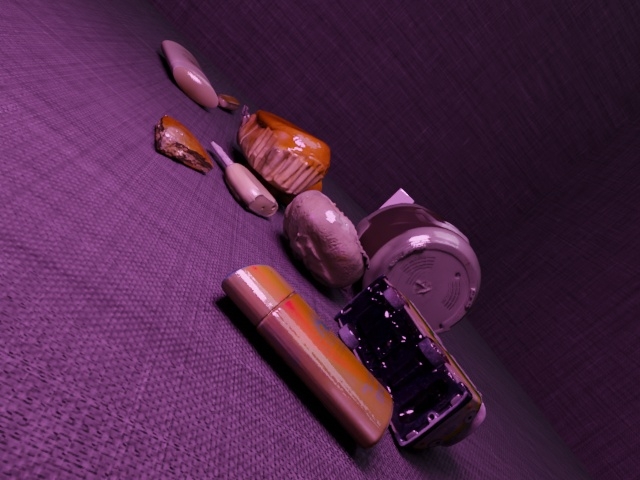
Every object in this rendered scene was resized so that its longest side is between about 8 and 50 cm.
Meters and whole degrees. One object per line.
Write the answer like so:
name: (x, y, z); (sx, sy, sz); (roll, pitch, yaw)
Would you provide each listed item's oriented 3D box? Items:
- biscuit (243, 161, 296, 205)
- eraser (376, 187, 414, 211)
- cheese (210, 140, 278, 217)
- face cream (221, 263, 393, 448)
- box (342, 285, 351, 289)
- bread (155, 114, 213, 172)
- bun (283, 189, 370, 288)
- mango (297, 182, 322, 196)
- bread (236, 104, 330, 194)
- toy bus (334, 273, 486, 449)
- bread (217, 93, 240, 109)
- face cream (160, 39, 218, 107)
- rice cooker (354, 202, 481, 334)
biscuit: (-0.144, -0.165, 1.294); (0.180, 0.039, 0.236); (46, 11, 21)
eraser: (0.237, -0.076, 1.694); (0.076, 0.298, 0.078); (47, 10, 6)
cheese: (-0.203, -0.161, 1.043); (0.251, 0.054, 0.127); (51, 9, 25)
face cream: (-0.016, 0.147, 0.601); (0.285, 0.067, 0.139); (47, 9, 4)
box: (0.038, 0.024, 1.133); (0.029, 0.109, 0.198); (-7, 46, -34)
bread: (-0.278, -0.193, 0.888); (0.136, 0.054, 0.154); (42, 14, -33)
bun: (0.000, 0.000, 0.967); (0.239, 0.141, 0.239); (54, -11, 15)
mango: (-0.093, -0.263, 1.558); (0.290, 0.160, 0.191); (52, 2, -19)
bread: (-0.108, -0.270, 1.247); (0.236, 0.183, 0.388); (34, 13, -38)
toy bus: (0.167, 0.229, 0.791); (0.179, 0.143, 0.305); (41, 11, -36)
bread: (-0.391, -0.577, 1.802); (0.073, 0.053, 0.214); (41, 15, -5)
face cream: (-0.469, -0.595, 1.508); (0.174, 0.081, 0.348); (35, 16, -43)
rice cooker: (0.253, 0.069, 1.194); (0.335, 0.335, 0.325); (43, 12, -18)
